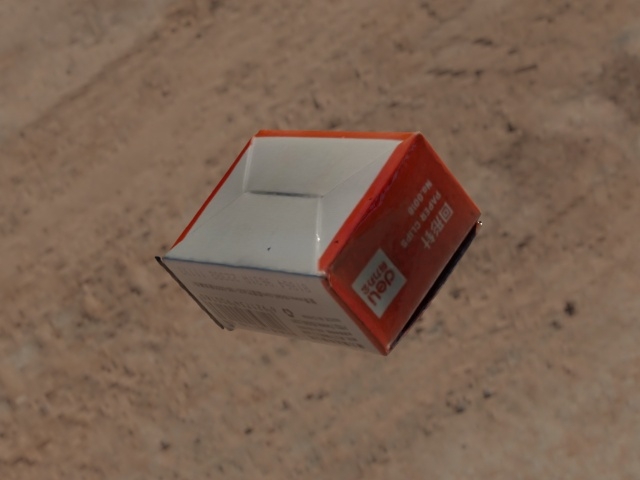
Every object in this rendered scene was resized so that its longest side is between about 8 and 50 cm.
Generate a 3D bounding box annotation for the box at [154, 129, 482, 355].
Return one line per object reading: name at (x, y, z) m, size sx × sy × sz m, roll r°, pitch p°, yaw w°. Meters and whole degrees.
box at (0.000, 0.000, 1.102) m, size 0.182 × 0.099 × 0.133 m, roll 3°, pitch 51°, yaw 49°
